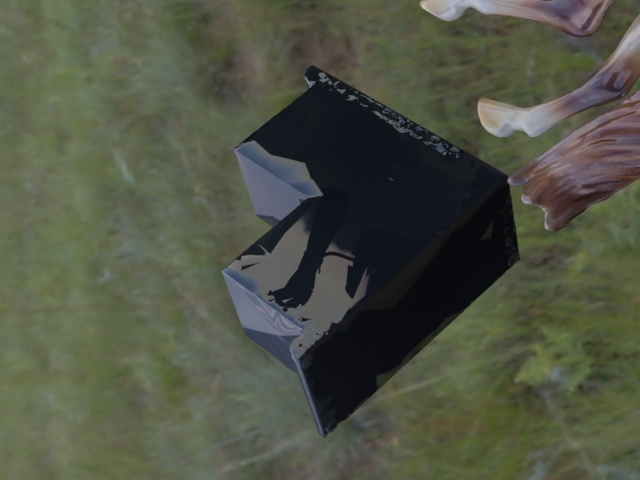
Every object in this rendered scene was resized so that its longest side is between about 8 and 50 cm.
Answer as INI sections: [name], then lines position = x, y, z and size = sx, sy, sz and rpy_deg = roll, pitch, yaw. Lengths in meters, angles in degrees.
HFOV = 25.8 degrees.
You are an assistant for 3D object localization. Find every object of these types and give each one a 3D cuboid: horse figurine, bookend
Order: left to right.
[bookend]
position = 0.000, 0.000, 0.780
size = 0.156, 0.157, 0.072
rpy_deg = 33, 154, 35
[horse figurine]
position = 0.107, -0.137, 0.478
size = 0.174, 0.066, 0.263
rpy_deg = -15, 77, 37
